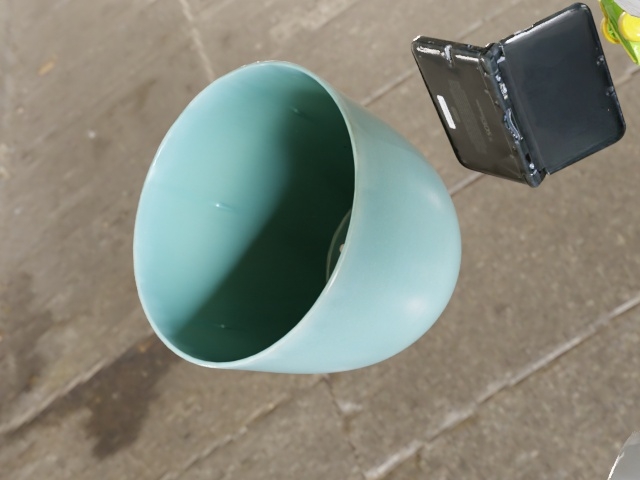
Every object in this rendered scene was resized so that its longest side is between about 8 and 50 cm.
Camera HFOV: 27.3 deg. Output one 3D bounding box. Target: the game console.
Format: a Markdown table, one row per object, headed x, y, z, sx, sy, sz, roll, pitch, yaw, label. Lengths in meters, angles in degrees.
| x | y | z | sx | sy | sz | roll | pitch | yaw | label |
| --- | --- | --- | --- | --- | --- | --- | --- | --- | --- |
| 0.137 | -0.104 | 0.909 | 0.107 | 0.122 | 0.071 | 19 | 58 | 43 | game console |

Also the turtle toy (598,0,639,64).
| x | y | z | sx | sy | sz | roll | pitch | yaw | label |
| --- | --- | --- | --- | --- | --- | --- | --- | --- | --- |
| 0.220 | -0.163 | 0.881 | 0.066 | 0.130 | 0.095 | -28 | 6 | 5 | turtle toy |

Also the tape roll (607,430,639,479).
| x | y | z | sx | sy | sz | roll | pitch | yaw | label |
| --- | --- | --- | --- | --- | --- | --- | --- | --- | --- |
| 0.136 | 0.190 | 0.524 | 0.072 | 0.219 | 0.219 | 11 | 48 | 21 | tape roll |

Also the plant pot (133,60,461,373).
| x | y | z | sx | sy | sz | roll | pitch | yaw | label |
| --- | --- | --- | --- | --- | --- | --- | --- | --- | --- |
| 0.000 | 0.000 | 1.299 | 0.293 | 0.235 | 0.293 | -16 | 66 | 39 | plant pot |

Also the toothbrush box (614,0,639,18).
| x | y | z | sx | sy | sz | roll | pitch | yaw | label |
| --- | --- | --- | --- | --- | --- | --- | --- | --- | --- |
| 0.261 | -0.151 | 0.620 | 0.295 | 0.216 | 0.126 | 26 | 95 | 33 | toothbrush box |
